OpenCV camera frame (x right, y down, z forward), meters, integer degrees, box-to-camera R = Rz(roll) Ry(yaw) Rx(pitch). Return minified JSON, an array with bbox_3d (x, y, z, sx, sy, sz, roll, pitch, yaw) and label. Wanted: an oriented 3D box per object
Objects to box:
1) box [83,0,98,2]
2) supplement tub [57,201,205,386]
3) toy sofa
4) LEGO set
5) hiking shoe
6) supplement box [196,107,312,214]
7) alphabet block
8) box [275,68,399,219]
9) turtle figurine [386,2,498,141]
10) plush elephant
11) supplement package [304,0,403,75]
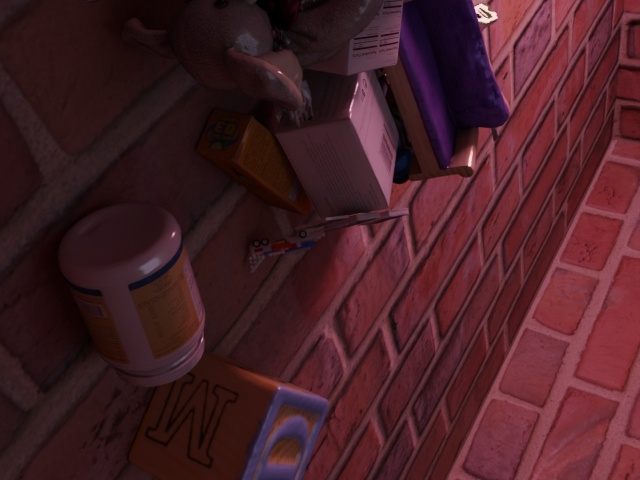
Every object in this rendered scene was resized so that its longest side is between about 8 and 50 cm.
[{"bbox_3d":[-0.169,-0.495,0.457,0.480,0.298,0.471,31,63,-60],"label":"box"},{"bbox_3d":[-0.223,0.069,0.917,0.144,0.144,0.199,-47,142,-39],"label":"supplement tub"},{"bbox_3d":[0.188,-0.283,1.229,0.150,0.177,0.362,-72,145,-44],"label":"toy sofa"},{"bbox_3d":[0.000,0.000,1.208,0.183,0.244,0.060,-8,85,-41],"label":"LEGO set"},{"bbox_3d":[0.081,-0.194,1.362,0.132,0.113,0.304,-53,136,-18],"label":"hiking shoe"},{"bbox_3d":[-0.086,-0.114,1.128,0.233,0.078,0.080,32,77,-61],"label":"supplement box"},{"bbox_3d":[-0.134,0.288,1.132,0.192,0.197,0.193,39,71,-60],"label":"alphabet block"},{"bbox_3d":[0.034,-0.162,1.150,0.181,0.119,0.182,-78,150,-42],"label":"box"},{"bbox_3d":[0.242,-0.353,1.419,0.266,0.275,0.197,114,-28,-48],"label":"turtle figurine"},{"bbox_3d":[-0.079,-0.275,0.856,0.255,0.272,0.329,-32,134,-56],"label":"plush elephant"},{"bbox_3d":[0.001,-0.350,1.033,0.149,0.194,0.203,-28,129,-53],"label":"supplement package"}]
